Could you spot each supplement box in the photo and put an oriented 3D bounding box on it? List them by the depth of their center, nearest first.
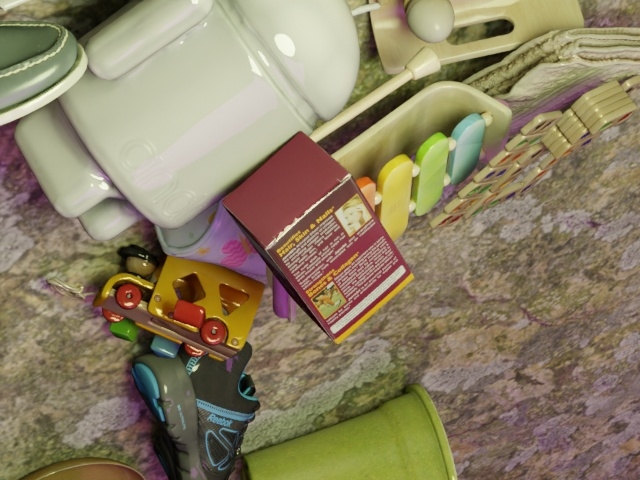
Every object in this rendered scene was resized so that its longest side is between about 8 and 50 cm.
[{"bbox_3d":[0.000,0.000,1.640,0.104,0.081,0.188,-41,142,-6],"label":"supplement box"}]

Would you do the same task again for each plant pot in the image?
[{"bbox_3d":[-0.329,0.346,2.207,0.236,0.032,0.236,-19,142,-16],"label":"plant pot"},{"bbox_3d":[0.034,0.348,2.313,0.253,0.276,0.276,-11,141,-10],"label":"plant pot"}]

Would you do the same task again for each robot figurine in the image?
[{"bbox_3d":[-0.109,-0.148,1.642,0.353,0.200,0.300,-36,158,5],"label":"robot figurine"}]

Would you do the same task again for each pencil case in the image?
[{"bbox_3d":[-0.051,-0.021,1.912,0.273,0.113,0.124,11,117,-44],"label":"pencil case"}]

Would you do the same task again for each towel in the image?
[{"bbox_3d":[0.242,-0.163,1.913,0.187,0.049,0.282,-4,166,-34],"label":"towel"}]

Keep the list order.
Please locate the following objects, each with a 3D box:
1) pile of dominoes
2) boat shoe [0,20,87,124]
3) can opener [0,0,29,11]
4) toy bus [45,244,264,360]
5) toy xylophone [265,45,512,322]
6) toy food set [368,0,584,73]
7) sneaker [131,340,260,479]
[{"bbox_3d":[0.234,-0.079,1.869,0.196,0.040,0.251,-25,165,-39],"label":"pile of dominoes"},{"bbox_3d":[-0.361,-0.153,1.484,0.319,0.116,0.099,-7,128,1],"label":"boat shoe"},{"bbox_3d":[-0.180,-0.287,1.534,0.283,0.076,0.095,-25,145,-11],"label":"can opener"},{"bbox_3d":[-0.162,0.053,1.917,0.202,0.191,0.104,46,60,-52],"label":"toy bus"},{"bbox_3d":[0.056,-0.061,1.793,0.322,0.081,0.236,-40,159,-11],"label":"toy xylophone"},{"bbox_3d":[0.155,-0.298,1.712,0.219,0.092,0.306,-12,142,-4],"label":"toy food set"},{"bbox_3d":[-0.130,0.235,2.146,0.139,0.125,0.341,-26,146,-16],"label":"sneaker"}]
